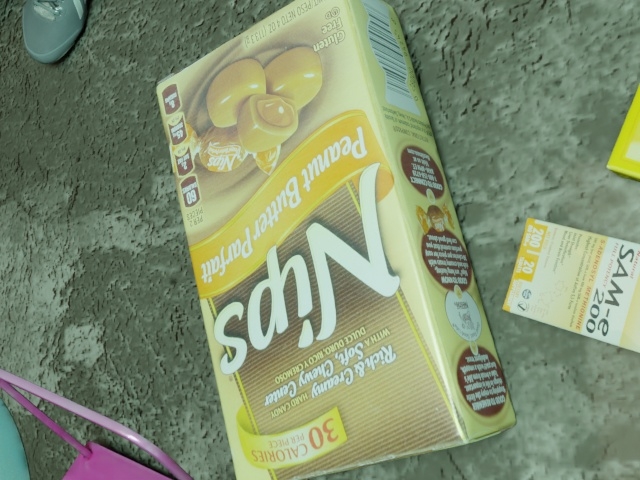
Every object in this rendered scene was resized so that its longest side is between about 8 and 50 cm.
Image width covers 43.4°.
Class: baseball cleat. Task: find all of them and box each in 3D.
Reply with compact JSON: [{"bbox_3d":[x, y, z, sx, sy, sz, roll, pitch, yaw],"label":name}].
[{"bbox_3d":[-0.271,-0.284,0.817,0.072,0.109,0.206,24,99,11],"label":"baseball cleat"}]

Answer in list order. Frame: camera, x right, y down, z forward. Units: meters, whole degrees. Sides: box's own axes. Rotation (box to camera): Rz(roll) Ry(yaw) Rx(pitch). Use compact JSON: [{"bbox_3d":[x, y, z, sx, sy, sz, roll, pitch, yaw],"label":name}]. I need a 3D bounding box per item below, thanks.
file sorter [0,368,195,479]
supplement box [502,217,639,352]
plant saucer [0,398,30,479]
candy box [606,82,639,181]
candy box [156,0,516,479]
[{"bbox_3d":[-0.223,0.265,0.564,0.202,0.182,0.291,12,57,34],"label":"file sorter"},{"bbox_3d":[0.168,0.028,0.490,0.098,0.036,0.062,16,92,36],"label":"supplement box"},{"bbox_3d":[-0.426,0.304,0.875,0.317,0.043,0.318,-8,77,36],"label":"plant saucer"},{"bbox_3d":[0.272,-0.056,0.435,0.205,0.027,0.105,25,101,36],"label":"candy box"},{"bbox_3d":[0.000,0.000,0.576,0.182,0.087,0.317,-23,73,32],"label":"candy box"}]
